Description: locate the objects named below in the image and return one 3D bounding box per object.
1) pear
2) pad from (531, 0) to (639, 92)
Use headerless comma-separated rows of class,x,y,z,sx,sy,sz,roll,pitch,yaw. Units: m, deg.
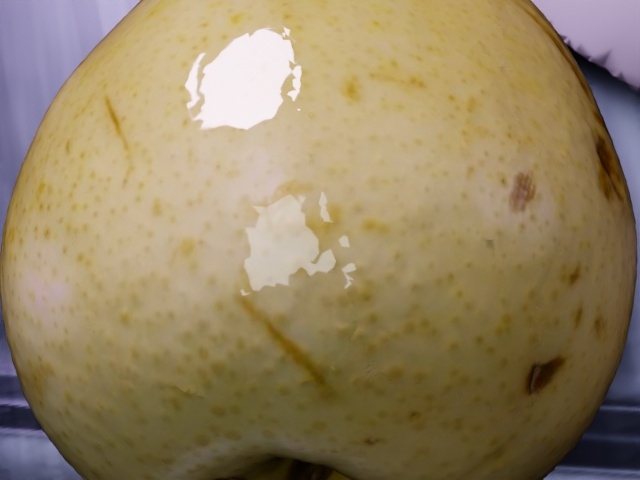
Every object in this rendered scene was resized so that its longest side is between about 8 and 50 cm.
pear,0.000,0.000,0.912,0.309,0.309,0.309,-2,83,14
pad,0.152,-0.275,1.044,0.375,0.063,0.315,38,94,25
